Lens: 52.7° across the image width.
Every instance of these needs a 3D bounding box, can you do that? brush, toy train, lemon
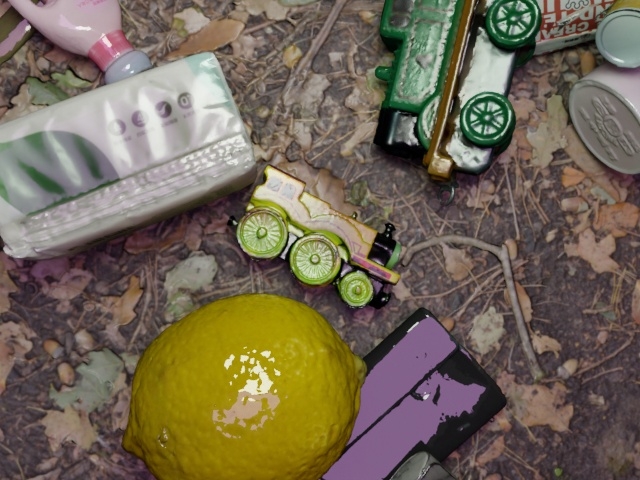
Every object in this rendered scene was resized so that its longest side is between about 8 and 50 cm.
[{"bbox_3d":[-0.542,-0.296,1.037,0.054,0.048,0.282,42,85,-3],"label":"brush"},{"bbox_3d":[0.205,-0.276,1.039,0.249,0.178,0.428,15,95,14],"label":"toy train"},{"bbox_3d":[-0.112,0.231,0.952,0.336,0.336,0.335,0,91,-6],"label":"lemon"},{"bbox_3d":[0.000,0.000,1.063,0.296,0.100,0.160,28,86,-5],"label":"toy train"}]

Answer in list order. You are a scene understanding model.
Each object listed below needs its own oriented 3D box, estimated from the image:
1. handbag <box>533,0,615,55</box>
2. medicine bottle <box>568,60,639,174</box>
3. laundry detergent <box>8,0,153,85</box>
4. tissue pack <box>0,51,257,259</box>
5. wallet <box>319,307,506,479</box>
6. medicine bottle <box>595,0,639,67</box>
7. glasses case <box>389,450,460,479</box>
[{"bbox_3d":[0.401,-0.472,1.083,0.171,0.151,0.298,-10,108,5],"label":"handbag"},{"bbox_3d":[0.622,-0.285,1.064,0.379,0.213,0.213,-34,94,-4],"label":"medicine bottle"},{"bbox_3d":[-0.400,-0.382,1.017,0.159,0.088,0.335,-42,96,-30],"label":"laundry detergent"},{"bbox_3d":[-0.285,-0.114,0.952,0.357,0.266,0.193,-22,93,-6],"label":"tissue pack"},{"bbox_3d":[0.098,0.325,1.093,0.406,0.062,0.228,-42,95,-3],"label":"wallet"},{"bbox_3d":[0.552,-0.426,1.017,0.108,0.108,0.426,44,59,-4],"label":"medicine bottle"},{"bbox_3d":[0.237,0.478,1.078,0.299,0.060,0.114,44,89,-17],"label":"glasses case"}]
